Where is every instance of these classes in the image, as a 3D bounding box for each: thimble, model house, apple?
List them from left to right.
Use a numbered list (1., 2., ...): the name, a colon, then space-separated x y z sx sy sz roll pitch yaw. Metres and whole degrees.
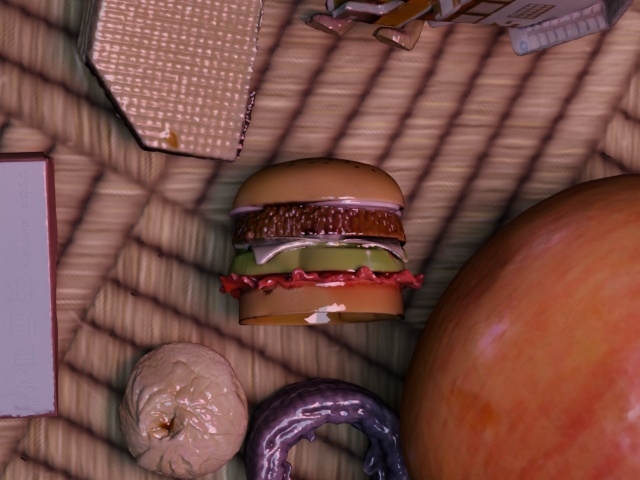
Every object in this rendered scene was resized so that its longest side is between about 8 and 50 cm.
1. thimble: 0.008 0.191 1.586 0.150 0.098 0.150 -1 95 -11
2. model house: 0.130 -0.280 1.462 0.215 0.198 0.224 2 73 -35
3. apple: 0.254 0.142 1.486 0.346 0.391 0.391 -45 102 2

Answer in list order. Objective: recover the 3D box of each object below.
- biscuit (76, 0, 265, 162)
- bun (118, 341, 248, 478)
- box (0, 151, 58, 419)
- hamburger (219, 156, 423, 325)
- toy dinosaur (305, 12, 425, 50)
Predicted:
1. biscuit: -0.116 -0.195 1.531 0.150 0.052 0.252 6 100 -23
2. bun: -0.115 0.142 1.562 0.115 0.069 0.115 0 91 4
3. box: -0.319 0.038 1.513 0.215 0.086 0.215 -3 97 -11
4. hamburger: 0.001 0.000 1.539 0.175 0.175 0.137 1 82 -11
5. toy dinosaur: 0.082 -0.251 1.568 0.251 0.072 0.200 19 81 -2
